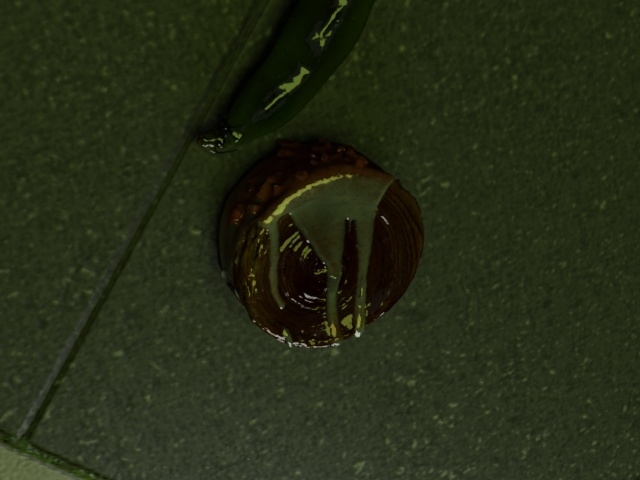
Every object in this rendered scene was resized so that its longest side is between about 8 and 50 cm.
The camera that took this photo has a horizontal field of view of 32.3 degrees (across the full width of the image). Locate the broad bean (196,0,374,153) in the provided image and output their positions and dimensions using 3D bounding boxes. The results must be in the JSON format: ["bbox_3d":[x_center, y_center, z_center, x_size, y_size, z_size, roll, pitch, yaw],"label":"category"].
[{"bbox_3d":[0.001,-0.161,0.788,0.065,0.046,0.254,29,102,-21],"label":"broad bean"}]

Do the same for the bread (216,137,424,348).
[{"bbox_3d":[0.000,0.000,0.854,0.160,0.073,0.160,-10,120,-18],"label":"bread"}]
